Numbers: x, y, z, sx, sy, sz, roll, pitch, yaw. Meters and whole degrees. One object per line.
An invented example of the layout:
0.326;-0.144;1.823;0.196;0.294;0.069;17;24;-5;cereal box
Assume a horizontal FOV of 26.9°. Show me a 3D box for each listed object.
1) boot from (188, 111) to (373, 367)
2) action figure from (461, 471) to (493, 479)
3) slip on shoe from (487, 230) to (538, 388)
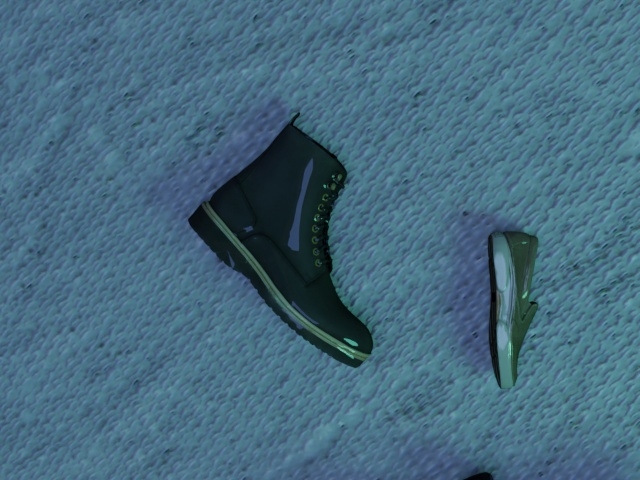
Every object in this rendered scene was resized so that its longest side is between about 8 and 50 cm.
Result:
0.000;0.000;1.154;0.198;0.077;0.137;43;97;1;boot
0.156;0.352;1.156;0.185;0.099;0.285;-26;97;-1;action figure
0.166;0.059;1.144;0.041;0.051;0.135;-2;91;-2;slip on shoe
